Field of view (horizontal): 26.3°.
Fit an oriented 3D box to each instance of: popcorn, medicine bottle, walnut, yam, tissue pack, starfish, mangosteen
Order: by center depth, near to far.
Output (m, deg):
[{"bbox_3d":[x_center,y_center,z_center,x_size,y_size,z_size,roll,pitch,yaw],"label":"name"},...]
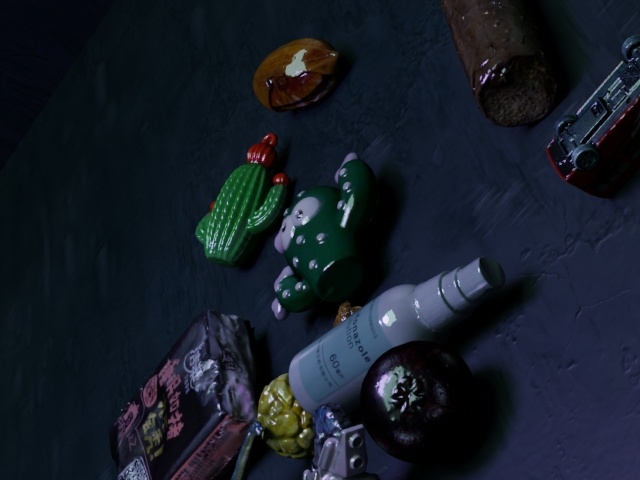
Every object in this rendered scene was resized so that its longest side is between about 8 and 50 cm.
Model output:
[{"bbox_3d":[0.123,0.196,1.668,0.152,0.152,0.152,-40,36,37],"label":"mangosteen"},{"bbox_3d":[0.102,0.120,1.781,0.352,0.110,0.110,-38,37,39],"label":"medicine bottle"},{"bbox_3d":[0.240,-0.282,1.875,0.131,0.131,0.280,-46,33,29],"label":"yam"},{"bbox_3d":[-0.034,0.248,1.926,0.116,0.121,0.106,-42,-13,-9],"label":"popcorn"},{"bbox_3d":[0.038,0.114,1.970,0.133,0.041,0.130,-48,31,27],"label":"starfish"},{"bbox_3d":[-0.207,0.296,2.156,0.332,0.123,0.245,-50,36,30],"label":"tissue pack"},{"bbox_3d":[-0.037,-0.288,2.372,0.207,0.115,0.116,-20,50,43],"label":"walnut"}]

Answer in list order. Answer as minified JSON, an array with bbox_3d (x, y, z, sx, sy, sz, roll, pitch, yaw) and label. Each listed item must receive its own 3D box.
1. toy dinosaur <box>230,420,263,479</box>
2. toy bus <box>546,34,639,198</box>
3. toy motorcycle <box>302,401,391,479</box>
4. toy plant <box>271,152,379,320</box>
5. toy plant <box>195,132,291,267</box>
[{"bbox_3d":[-0.143,0.409,1.960,0.363,0.076,0.147,120,153,-43],"label":"toy dinosaur"},{"bbox_3d":[0.355,-0.145,1.596,0.195,0.089,0.081,-51,31,23],"label":"toy bus"},{"bbox_3d":[0.051,0.334,1.664,0.108,0.239,0.204,-28,30,-19],"label":"toy motorcycle"},{"bbox_3d":[0.003,-0.004,2.050,0.232,0.112,0.243,-34,40,42],"label":"toy plant"},{"bbox_3d":[-0.121,-0.064,2.346,0.240,0.088,0.154,-51,41,0],"label":"toy plant"}]
